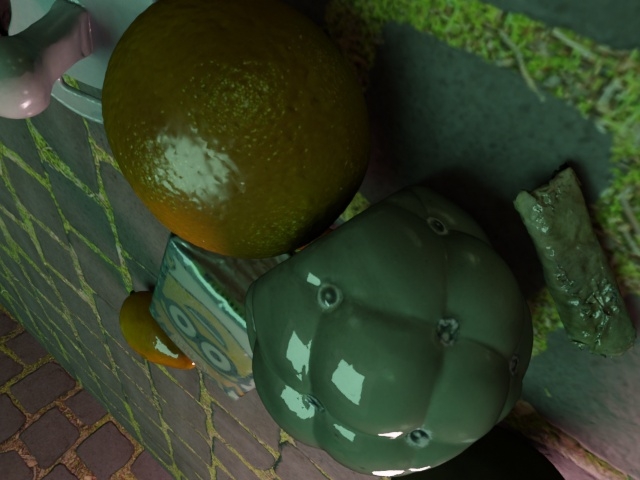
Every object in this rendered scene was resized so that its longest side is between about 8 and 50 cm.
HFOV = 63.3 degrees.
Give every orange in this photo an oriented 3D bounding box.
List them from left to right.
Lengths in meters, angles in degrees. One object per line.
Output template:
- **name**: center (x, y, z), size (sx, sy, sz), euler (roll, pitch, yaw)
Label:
- **orange**: center (-0.068, -0.097, 0.450), size (0.236, 0.236, 0.236), euler (28, 140, 27)

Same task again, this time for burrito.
- **burrito**: center (0.204, 0.023, 0.414), size (0.051, 0.042, 0.171), euler (-21, 114, 22)

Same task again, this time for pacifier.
- **pacifier**: center (-0.280, -0.210, 0.573), size (0.239, 0.225, 0.287), euler (27, 144, -1)

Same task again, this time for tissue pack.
- **tissue pack**: center (-0.136, 0.105, 0.789), size (0.228, 0.128, 0.311), euler (47, 147, 3)

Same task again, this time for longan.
- **longan**: center (0.172, 0.313, 0.575), size (0.248, 0.248, 0.248), euler (28, 140, 27)

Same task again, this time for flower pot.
- **flower pot**: center (0.057, 0.077, 0.456), size (0.195, 0.246, 0.246), euler (59, 145, 1)

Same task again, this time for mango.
- **mango**: center (-0.340, 0.199, 1.114), size (0.227, 0.109, 0.147), euler (33, 118, 22)

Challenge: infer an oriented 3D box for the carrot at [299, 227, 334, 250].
- **carrot**: center (0.000, 0.000, 0.620), size (0.216, 0.048, 0.048), euler (16, 133, 31)

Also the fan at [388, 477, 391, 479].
- **fan**: center (0.188, 0.428, 0.840), size (0.310, 0.010, 0.182), euler (56, 144, -9)

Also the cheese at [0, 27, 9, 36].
- **cheese**: center (-0.551, -0.406, 0.762), size (0.217, 0.129, 0.329), euler (39, 156, 8)
